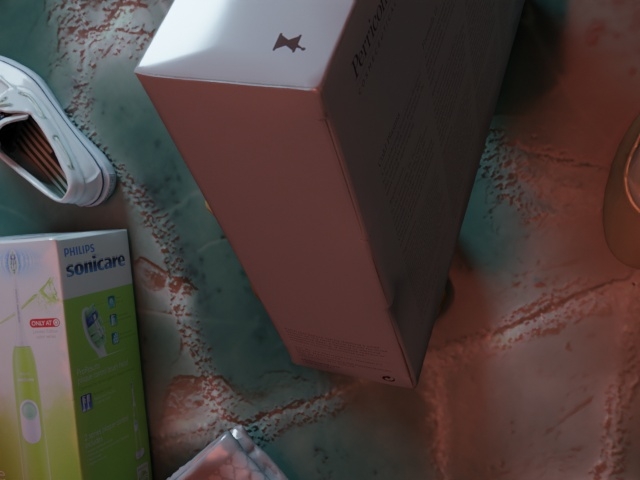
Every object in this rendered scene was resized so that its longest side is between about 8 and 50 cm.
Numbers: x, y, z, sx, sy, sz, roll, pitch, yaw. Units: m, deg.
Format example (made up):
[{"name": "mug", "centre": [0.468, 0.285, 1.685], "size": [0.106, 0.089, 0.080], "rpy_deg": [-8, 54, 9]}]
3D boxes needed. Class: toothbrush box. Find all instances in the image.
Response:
[{"name": "toothbrush box", "centre": [-0.302, 0.136, 0.896], "size": [0.206, 0.122, 0.283], "rpy_deg": [-3, 93, 22]}]

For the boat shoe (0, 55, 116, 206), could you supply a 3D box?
[{"name": "boat shoe", "centre": [-0.306, -0.120, 0.893], "size": [0.226, 0.076, 0.083], "rpy_deg": [37, 107, 14]}]

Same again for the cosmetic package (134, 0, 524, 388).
[{"name": "cosmetic package", "centre": [0.048, -0.140, 0.549], "size": [0.097, 0.284, 0.377], "rpy_deg": [10, 59, 19]}]

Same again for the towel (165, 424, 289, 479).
[{"name": "towel", "centre": [-0.106, 0.394, 0.840], "size": [0.332, 0.053, 0.317], "rpy_deg": [-40, 86, 9]}]

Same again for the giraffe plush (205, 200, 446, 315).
[{"name": "giraffe plush", "centre": [0.000, 0.000, 0.735], "size": [0.181, 0.170, 0.210], "rpy_deg": [-18, 89, 22]}]

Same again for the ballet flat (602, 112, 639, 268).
[{"name": "ballet flat", "centre": [0.282, -0.091, 0.663], "size": [0.086, 0.086, 0.248], "rpy_deg": [24, 104, 17]}]
